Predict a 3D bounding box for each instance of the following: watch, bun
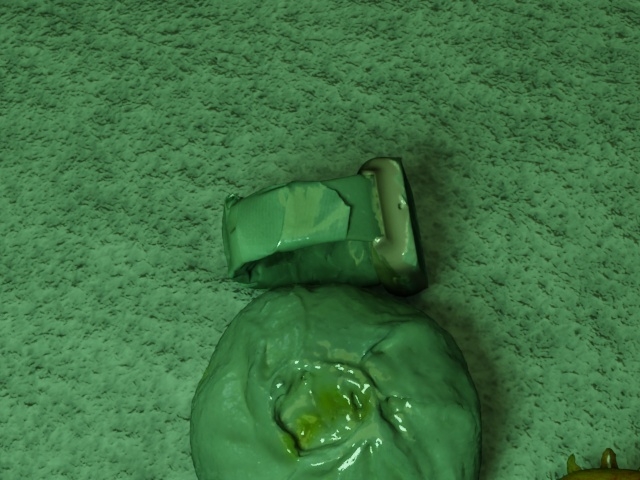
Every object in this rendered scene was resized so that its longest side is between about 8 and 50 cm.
[{"bbox_3d":[0.000,0.000,1.814,0.241,0.253,0.161,-12,71,6],"label":"watch"},{"bbox_3d":[0.019,0.213,1.705,0.362,0.211,0.361,0,69,0],"label":"bun"}]

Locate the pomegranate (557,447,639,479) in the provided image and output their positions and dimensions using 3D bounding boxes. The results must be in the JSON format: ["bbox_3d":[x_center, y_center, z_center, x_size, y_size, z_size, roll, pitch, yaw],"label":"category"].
[{"bbox_3d":[0.322,0.345,1.620,0.221,0.221,0.256,-3,42,1],"label":"pomegranate"}]
